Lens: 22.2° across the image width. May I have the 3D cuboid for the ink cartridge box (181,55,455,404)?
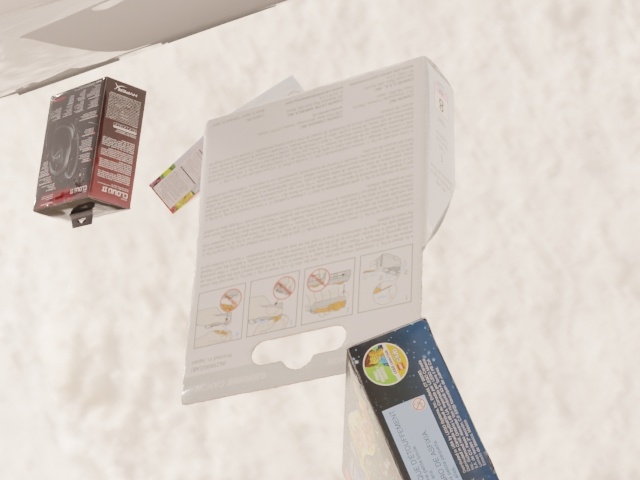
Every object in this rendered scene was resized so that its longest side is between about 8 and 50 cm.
[{"bbox_3d":[0.000,0.000,1.131,0.189,0.066,0.232,-14,61,27],"label":"ink cartridge box"}]

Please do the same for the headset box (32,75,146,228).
[{"bbox_3d":[-0.138,-0.049,0.968,0.062,0.032,0.083,-12,67,48],"label":"headset box"}]

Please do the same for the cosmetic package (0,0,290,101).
[{"bbox_3d":[-0.039,-0.194,0.630,0.155,0.365,0.197,-26,87,64],"label":"cosmetic package"}]

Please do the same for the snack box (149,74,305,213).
[{"bbox_3d":[-0.075,-0.085,1.420,0.100,0.141,0.037,-38,92,33],"label":"snack box"}]

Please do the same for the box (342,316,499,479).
[{"bbox_3d":[0.061,0.155,0.857,0.233,0.044,0.159,89,158,-67],"label":"box"}]
